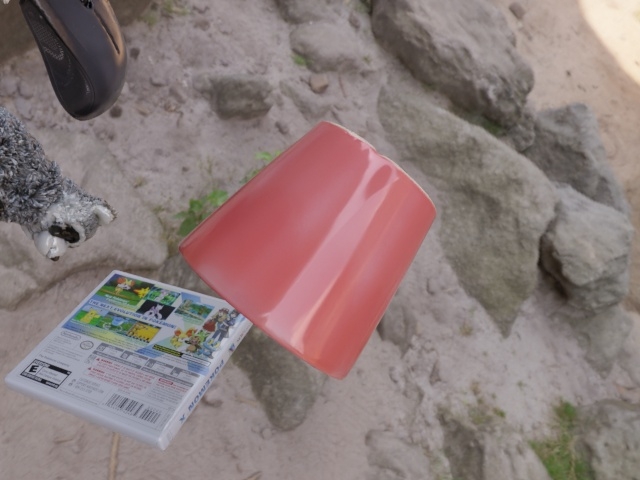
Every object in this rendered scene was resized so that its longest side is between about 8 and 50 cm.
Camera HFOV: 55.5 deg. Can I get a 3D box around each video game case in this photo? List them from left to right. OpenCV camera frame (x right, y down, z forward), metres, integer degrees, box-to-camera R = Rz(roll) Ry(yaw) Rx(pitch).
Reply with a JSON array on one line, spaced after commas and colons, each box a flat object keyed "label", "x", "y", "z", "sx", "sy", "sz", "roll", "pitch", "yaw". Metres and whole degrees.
[{"label": "video game case", "x": -0.328, "y": 0.191, "z": 1.081, "sx": 0.329, "sy": 0.036, "sz": 0.300, "roll": 12, "pitch": 42, "yaw": 21}]

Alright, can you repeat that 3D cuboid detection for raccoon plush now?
[{"label": "raccoon plush", "x": -0.568, "y": -0.182, "z": 1.236, "sx": 0.299, "sy": 0.216, "sz": 0.445, "roll": 1, "pitch": 102, "yaw": -49}]

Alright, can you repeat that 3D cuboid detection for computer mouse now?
[{"label": "computer mouse", "x": -0.283, "y": -0.249, "z": 0.708, "sx": 0.072, "sy": 0.272, "sz": 0.188, "roll": 4, "pitch": 57, "yaw": 5}]

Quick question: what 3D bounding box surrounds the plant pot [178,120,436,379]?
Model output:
[{"label": "plant pot", "x": 0.000, "y": 0.000, "z": 0.785, "sx": 0.275, "sy": 0.275, "sz": 0.243, "roll": 40, "pitch": 88, "yaw": -10}]
